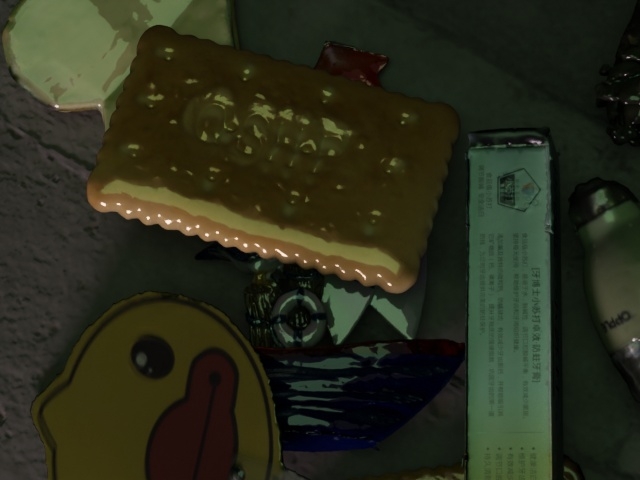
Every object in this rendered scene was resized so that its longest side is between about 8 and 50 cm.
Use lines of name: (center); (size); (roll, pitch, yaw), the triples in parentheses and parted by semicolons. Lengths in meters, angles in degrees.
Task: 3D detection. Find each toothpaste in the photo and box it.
toothpaste: (0.136, 0.078, 1.413); (0.071, 0.089, 0.312); (-2, 76, 12)

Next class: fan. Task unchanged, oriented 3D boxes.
fan: (-0.082, 0.160, 1.415); (0.335, 0.011, 0.229); (14, 93, 34)

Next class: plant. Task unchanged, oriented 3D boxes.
plant: (0.251, -0.128, 1.443); (0.094, 0.092, 0.143); (15, 74, 4)

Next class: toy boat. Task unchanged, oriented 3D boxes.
toy boat: (0.020, 0.019, 1.471); (0.219, 0.072, 0.318); (24, 74, 15)

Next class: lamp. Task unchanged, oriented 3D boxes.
lamp: (0.250, 0.067, 1.400); (0.101, 0.101, 0.250); (-28, 80, 2)

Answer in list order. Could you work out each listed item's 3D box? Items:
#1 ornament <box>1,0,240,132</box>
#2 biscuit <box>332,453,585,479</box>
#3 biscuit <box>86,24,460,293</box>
ornament: (-0.125, -0.146, 1.520); (0.201, 0.059, 0.180); (39, 84, 10)
biscuit: (0.085, 0.276, 1.420); (0.237, 0.013, 0.232); (-8, 77, 3)
biscuit: (-0.032, -0.062, 1.448); (0.250, 0.030, 0.160); (17, 67, 3)
